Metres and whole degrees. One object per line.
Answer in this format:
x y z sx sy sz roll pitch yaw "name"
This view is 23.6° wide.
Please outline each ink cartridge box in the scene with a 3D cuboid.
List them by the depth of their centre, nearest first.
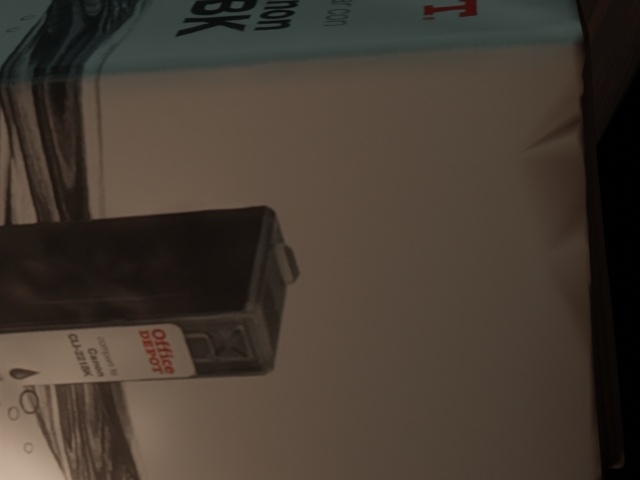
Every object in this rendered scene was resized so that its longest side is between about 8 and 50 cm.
-0.063 -0.021 0.419 0.197 0.273 0.114 -78 -16 -66 "ink cartridge box"
